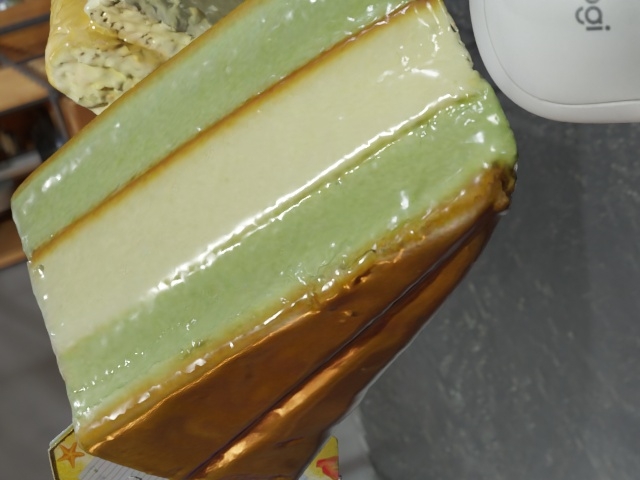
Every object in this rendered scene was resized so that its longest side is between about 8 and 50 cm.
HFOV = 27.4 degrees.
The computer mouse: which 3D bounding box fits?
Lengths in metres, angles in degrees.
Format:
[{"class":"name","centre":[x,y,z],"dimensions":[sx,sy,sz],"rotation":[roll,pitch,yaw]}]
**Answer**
[{"class":"computer mouse","centre":[0.232,-0.162,0.827],"dimensions":[0.296,0.121,0.184],"rotation":[5,105,23]}]

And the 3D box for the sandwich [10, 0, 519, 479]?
[{"class":"sandwich","centre":[0.000,0.000,0.474],"dimensions":[0.144,0.187,0.117],"rotation":[24,-142,-57]}]

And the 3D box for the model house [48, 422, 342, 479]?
[{"class":"model house","centre":[-0.118,0.179,1.153],"dimensions":[0.219,0.207,0.136],"rotation":[38,-175,-16]}]

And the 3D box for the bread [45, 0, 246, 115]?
[{"class":"bread","centre":[-0.131,-0.245,1.242],"dimensions":[0.165,0.236,0.375],"rotation":[-42,34,30]}]
